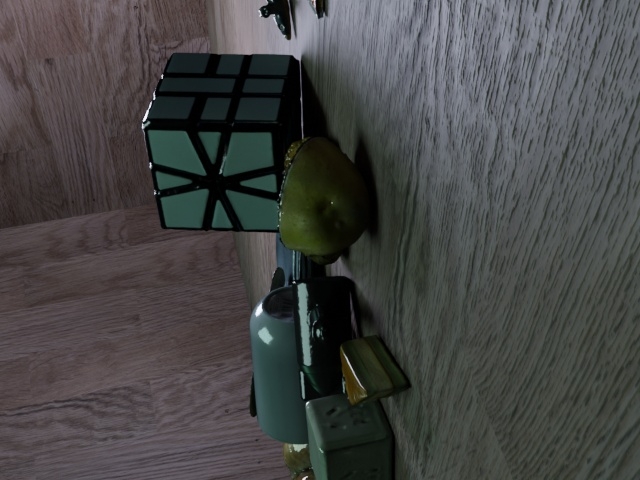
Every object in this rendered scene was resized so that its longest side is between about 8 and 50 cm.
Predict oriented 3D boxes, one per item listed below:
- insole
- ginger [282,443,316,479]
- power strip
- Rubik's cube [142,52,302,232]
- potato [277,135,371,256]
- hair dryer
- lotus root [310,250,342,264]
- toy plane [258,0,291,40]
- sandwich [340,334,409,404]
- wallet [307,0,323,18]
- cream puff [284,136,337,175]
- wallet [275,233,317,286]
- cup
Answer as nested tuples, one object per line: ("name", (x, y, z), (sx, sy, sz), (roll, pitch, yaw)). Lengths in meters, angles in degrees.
("insole", (-0.122, 0.232, 2.079), (0.119, 0.009, 0.348), (43, -124, -72))
("ginger", (0.009, 0.533, 2.064), (0.256, 0.176, 0.375), (120, 144, -47))
("power strip", (0.056, 0.416, 1.726), (0.139, 0.140, 0.224), (-115, 16, -53))
("Rubik's cube", (-0.189, -0.207, 1.890), (0.283, 0.294, 0.288), (-86, -3, -50))
("potato", (0.025, -0.061, 1.486), (0.117, 0.182, 0.202), (24, 111, 33))
("hair dryer", (0.005, 0.200, 1.687), (0.302, 0.116, 0.244), (-50, -45, -87))
("lotus root", (0.000, 0.000, 1.790), (0.089, 0.080, 0.179), (40, -178, -11))
("toy plane", (-0.121, -0.564, 1.855), (0.204, 0.103, 0.316), (-1, 105, 45))
("sandwich", (0.085, 0.210, 1.521), (0.163, 0.079, 0.113), (115, 143, -74))
("wallet", (-0.026, -0.487, 1.626), (0.196, 0.020, 0.103), (-112, 15, -48))
("cream puff", (-0.016, -0.138, 1.703), (0.133, 0.104, 0.119), (137, 129, -78))
("wallet", (-0.057, 0.024, 2.178), (0.342, 0.075, 0.237), (-138, 45, -77))
("cup", (-0.047, 0.266, 1.971), (0.205, 0.206, 0.312), (-115, 19, -57))
